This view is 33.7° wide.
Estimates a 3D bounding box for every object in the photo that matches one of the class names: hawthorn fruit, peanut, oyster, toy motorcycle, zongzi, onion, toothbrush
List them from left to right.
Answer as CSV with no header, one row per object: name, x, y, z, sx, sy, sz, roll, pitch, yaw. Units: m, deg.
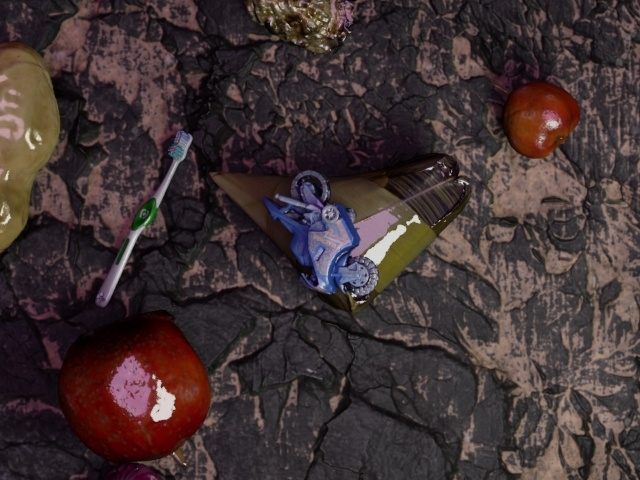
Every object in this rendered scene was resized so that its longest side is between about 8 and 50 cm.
peanut,-0.468,-0.138,1.569,0.147,0.147,0.319,11,86,-6
onion,-0.287,0.397,1.617,0.115,0.104,0.115,-14,61,26
hawthorn fruit,-0.269,0.233,1.568,0.215,0.215,0.250,-34,98,-5
toothbrush,-0.275,-0.032,1.647,0.030,0.030,0.304,26,89,-6
oyster,-0.036,-0.354,1.644,0.177,0.056,0.105,27,117,-12
toy motorcycle,0.000,0.000,1.516,0.114,0.076,0.205,-33,77,18
zongzi,0.035,-0.085,1.621,0.317,0.154,0.289,45,84,0
hawthorn fruit,0.345,-0.197,1.669,0.125,0.125,0.140,-12,62,-6
